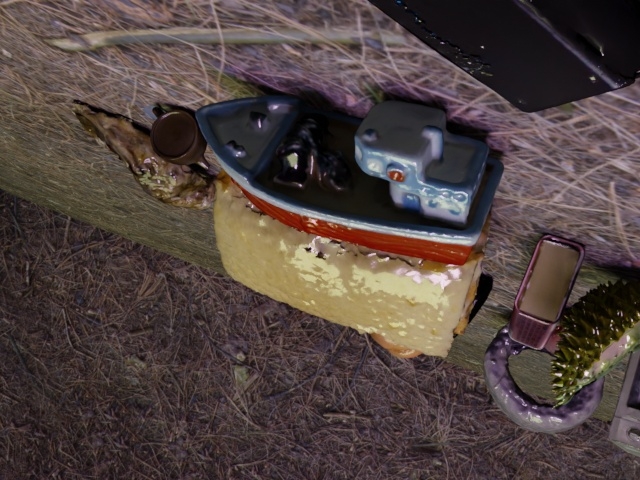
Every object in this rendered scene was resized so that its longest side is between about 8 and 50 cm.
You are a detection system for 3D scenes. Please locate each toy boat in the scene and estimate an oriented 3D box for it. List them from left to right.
[{"bbox_3d":[0.018,-0.088,0.704,0.331,0.145,0.133,16,144,20],"label":"toy boat"}]

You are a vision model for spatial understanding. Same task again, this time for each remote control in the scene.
[{"bbox_3d":[0.027,-0.188,0.386,0.398,0.062,0.144,26,167,-22],"label":"remote control"}]

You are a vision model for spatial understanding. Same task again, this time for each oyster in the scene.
[{"bbox_3d":[-0.317,-0.142,1.196,0.294,0.094,0.166,30,176,-12],"label":"oyster"}]

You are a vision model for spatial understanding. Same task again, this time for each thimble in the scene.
[{"bbox_3d":[0.462,0.282,1.409,0.245,0.217,0.157,35,170,21],"label":"thimble"}]

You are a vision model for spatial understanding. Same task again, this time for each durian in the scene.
[{"bbox_3d":[0.365,0.115,0.880,0.095,0.220,0.137,38,167,36],"label":"durian"}]

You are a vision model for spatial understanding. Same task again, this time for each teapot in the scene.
[{"bbox_3d":[-0.205,-0.150,0.980,0.121,0.076,0.068,47,-177,13],"label":"teapot"}]

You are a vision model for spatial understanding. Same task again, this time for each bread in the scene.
[{"bbox_3d":[0.042,0.008,0.947,0.375,0.165,0.237,20,141,15],"label":"bread"}]

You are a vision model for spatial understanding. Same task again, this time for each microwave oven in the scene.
[{"bbox_3d":[0.559,0.254,1.093,0.129,0.205,0.163,13,165,37],"label":"microwave oven"}]

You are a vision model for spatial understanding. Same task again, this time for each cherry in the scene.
[{"bbox_3d":[0.453,0.170,1.199,0.126,0.087,0.106,25,173,0],"label":"cherry"}]

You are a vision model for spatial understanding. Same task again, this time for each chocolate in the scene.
[{"bbox_3d":[0.255,0.112,1.256,0.080,0.125,0.148,36,177,18],"label":"chocolate"}]

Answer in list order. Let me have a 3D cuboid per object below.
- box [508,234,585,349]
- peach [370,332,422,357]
[{"bbox_3d":[0.318,0.080,0.958,0.069,0.120,0.224,22,171,18],"label":"box"},{"bbox_3d":[0.182,0.157,1.426,0.184,0.184,0.184,21,169,4],"label":"peach"}]
